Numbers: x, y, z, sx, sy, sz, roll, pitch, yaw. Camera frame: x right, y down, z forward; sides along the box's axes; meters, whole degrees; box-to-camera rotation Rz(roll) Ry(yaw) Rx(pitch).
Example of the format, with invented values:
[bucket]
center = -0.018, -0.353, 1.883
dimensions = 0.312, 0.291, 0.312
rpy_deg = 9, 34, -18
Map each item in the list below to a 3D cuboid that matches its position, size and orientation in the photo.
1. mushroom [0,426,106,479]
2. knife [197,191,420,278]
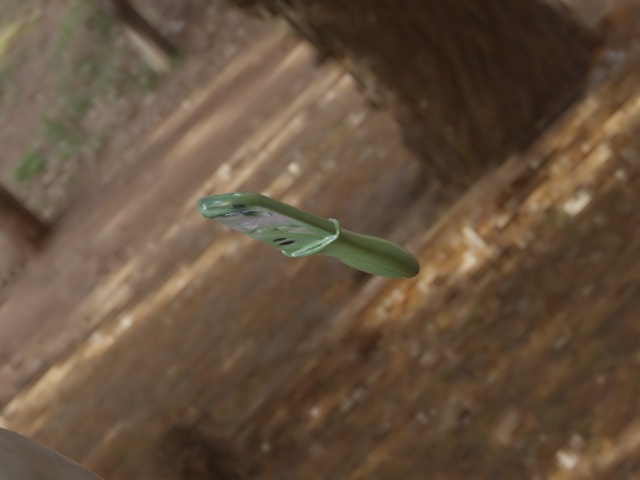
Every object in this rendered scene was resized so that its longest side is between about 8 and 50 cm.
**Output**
[mushroom]
center = -0.120, 0.130, 0.422
dimensions = 0.207, 0.207, 0.215
rpy_deg = -48, 33, -19
[knife]
center = 0.000, 0.000, 0.802
dimensions = 0.030, 0.014, 0.207
rpy_deg = -13, -13, 20
